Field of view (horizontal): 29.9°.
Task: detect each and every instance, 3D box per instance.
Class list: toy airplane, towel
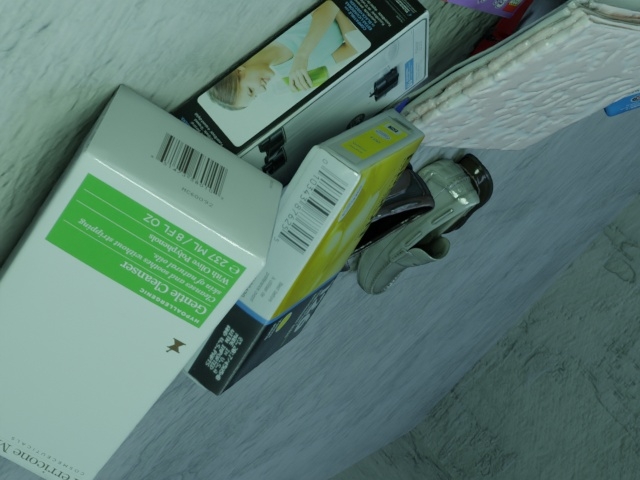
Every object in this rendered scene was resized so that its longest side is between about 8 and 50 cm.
[{"bbox_3d":[0.262,-0.284,1.680,0.151,0.028,0.151,-35,163,-12],"label":"toy airplane"},{"bbox_3d":[0.288,-0.202,1.508,0.317,0.053,0.332,-2,161,-45],"label":"towel"}]

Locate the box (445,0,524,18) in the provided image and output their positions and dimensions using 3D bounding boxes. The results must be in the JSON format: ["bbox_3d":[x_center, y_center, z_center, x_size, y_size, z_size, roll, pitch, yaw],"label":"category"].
[{"bbox_3d":[0.210,-0.356,1.348,0.201,0.057,0.293,-49,161,23],"label":"box"}]

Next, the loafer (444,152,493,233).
[{"bbox_3d":[0.229,-0.066,2.053,0.078,0.080,0.220,-32,161,-26],"label":"loafer"}]

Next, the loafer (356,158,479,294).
[{"bbox_3d":[0.159,-0.001,2.013,0.112,0.111,0.319,-25,157,-40],"label":"loafer"}]

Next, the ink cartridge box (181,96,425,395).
[{"bbox_3d":[0.000,0.000,1.332,0.303,0.072,0.307,-59,167,25],"label":"ink cartridge box"}]

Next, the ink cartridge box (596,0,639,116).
[{"bbox_3d":[0.502,-0.336,1.671,0.285,0.166,0.395,-18,166,13],"label":"ink cartridge box"}]

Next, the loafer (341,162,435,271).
[{"bbox_3d":[0.036,-0.003,1.780,0.302,0.095,0.109,-39,162,-5],"label":"loafer"}]

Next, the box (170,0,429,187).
[{"bbox_3d":[-0.019,-0.156,1.305,0.290,0.087,0.169,-37,164,-8],"label":"box"}]

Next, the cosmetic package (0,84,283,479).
[{"bbox_3d":[-0.217,0.057,1.176,0.365,0.197,0.155,-52,-165,28],"label":"cosmetic package"}]
